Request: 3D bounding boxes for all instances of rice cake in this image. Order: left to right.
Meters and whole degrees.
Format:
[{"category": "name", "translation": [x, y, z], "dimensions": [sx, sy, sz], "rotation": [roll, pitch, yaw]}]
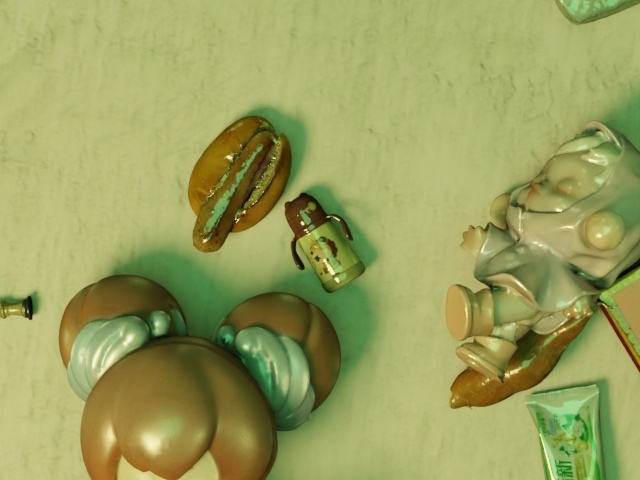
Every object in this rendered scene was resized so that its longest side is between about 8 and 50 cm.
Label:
[{"category": "rice cake", "translation": [0.321, -0.268, 1.807], "dimensions": [0.206, 0.069, 0.063], "rotation": [-22, 91, 1]}]

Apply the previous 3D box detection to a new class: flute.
[{"category": "flute", "translation": [-0.406, 0.073, 1.882], "dimensions": [0.233, 0.027, 0.027], "rotation": [-2, 94, 3]}]

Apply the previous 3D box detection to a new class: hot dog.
[{"category": "hot dog", "translation": [-0.086, -0.056, 1.842], "dimensions": [0.090, 0.060, 0.140], "rotation": [41, 98, 4]}]

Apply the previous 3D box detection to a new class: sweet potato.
[{"category": "sweet potato", "translation": [0.205, 0.114, 1.830], "dimensions": [0.195, 0.056, 0.056], "rotation": [-36, 92, 18]}]

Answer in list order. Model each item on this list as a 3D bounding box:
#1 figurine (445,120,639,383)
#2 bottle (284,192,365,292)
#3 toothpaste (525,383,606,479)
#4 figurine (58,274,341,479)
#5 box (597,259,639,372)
[{"category": "figurine", "translation": [0.225, 0.008, 1.775], "dimensions": [0.276, 0.200, 0.133], "rotation": [-47, 113, -13]}, {"category": "bottle", "translation": [-0.002, 0.001, 1.849], "dimensions": [0.063, 0.047, 0.101], "rotation": [-32, 91, -5]}, {"category": "toothpaste", "translation": [0.263, 0.294, 1.862], "dimensions": [0.074, 0.048, 0.297], "rotation": [-9, 90, 9]}, {"category": "figurine", "translation": [-0.131, 0.245, 1.796], "dimensions": [0.276, 0.248, 0.388], "rotation": [6, 104, -1]}, {"category": "box", "translation": [0.405, 0.050, 1.825], "dimensions": [0.239, 0.074, 0.153], "rotation": [-31, 88, 5]}]
